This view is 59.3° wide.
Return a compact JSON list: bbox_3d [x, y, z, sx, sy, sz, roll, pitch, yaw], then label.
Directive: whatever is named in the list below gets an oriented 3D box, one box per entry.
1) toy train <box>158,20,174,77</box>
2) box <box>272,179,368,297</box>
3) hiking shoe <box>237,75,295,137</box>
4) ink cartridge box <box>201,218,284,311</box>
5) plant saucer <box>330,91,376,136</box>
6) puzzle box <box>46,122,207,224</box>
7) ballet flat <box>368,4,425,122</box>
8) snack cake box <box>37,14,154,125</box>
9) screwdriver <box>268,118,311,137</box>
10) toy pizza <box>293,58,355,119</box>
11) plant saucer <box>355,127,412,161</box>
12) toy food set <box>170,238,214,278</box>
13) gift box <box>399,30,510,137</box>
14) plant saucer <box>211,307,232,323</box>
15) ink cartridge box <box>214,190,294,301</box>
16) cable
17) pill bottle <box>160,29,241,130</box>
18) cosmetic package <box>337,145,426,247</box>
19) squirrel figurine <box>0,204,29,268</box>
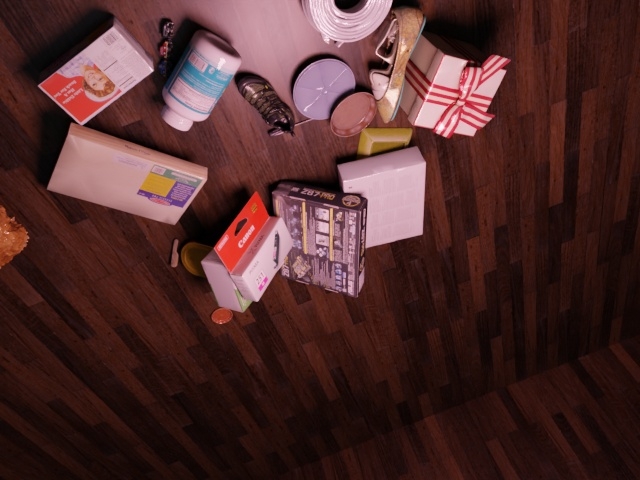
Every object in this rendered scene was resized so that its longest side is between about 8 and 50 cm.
[{"bbox_3d":[-0.426,-0.526,1.550,0.036,0.027,0.158,3,127,-16],"label":"toy train"},{"bbox_3d":[0.000,0.000,1.975,0.318,0.097,0.395,12,132,17],"label":"box"},{"bbox_3d":[-0.151,-0.403,1.684,0.086,0.114,0.226,-43,128,18],"label":"hiking shoe"},{"bbox_3d":[-0.257,0.073,1.925,0.117,0.278,0.202,9,130,28],"label":"ink cartridge box"},{"bbox_3d":[0.101,-0.408,1.798,0.168,0.029,0.168,-23,147,-16],"label":"plant saucer"},{"bbox_3d":[-0.585,-0.187,1.710,0.408,0.052,0.272,17,140,-30],"label":"puzzle box"},{"bbox_3d":[0.208,-0.532,1.700,0.123,0.123,0.349,4,121,-21],"label":"ballet flat"},{"bbox_3d":[-0.601,-0.453,1.512,0.264,0.089,0.152,-32,133,10],"label":"snack cake box"},{"bbox_3d":[-0.087,-0.369,1.804,0.169,0.025,0.024,-25,132,-9],"label":"screwdriver"},{"bbox_3d":[0.010,-0.468,1.737,0.201,0.032,0.201,-13,134,-13],"label":"toy pizza"},{"bbox_3d":[0.221,-0.295,1.944,0.188,0.045,0.189,-3,129,-16],"label":"plant saucer"},{"bbox_3d":[-0.417,0.056,1.988,0.217,0.071,0.128,16,117,16],"label":"toy food set"},{"bbox_3d":[0.404,-0.479,1.710,0.276,0.258,0.255,2,128,-18],"label":"gift box"},{"bbox_3d":[-0.395,0.300,2.256,0.083,0.013,0.084,-9,130,-10],"label":"plant saucer"},{"bbox_3d":[-0.206,0.017,1.824,0.060,0.275,0.239,6,138,30],"label":"ink cartridge box"},{"bbox_3d":[0.073,-0.680,1.545,0.257,0.089,0.257,-36,130,13],"label":"cable"},{"bbox_3d":[-0.345,-0.438,1.571,0.146,0.146,0.264,24,119,-32],"label":"pill bottle"},{"bbox_3d":[0.219,-0.138,1.999,0.284,0.098,0.377,-15,140,-5],"label":"cosmetic package"},{"bbox_3d":[-1.080,0.019,1.634,0.396,0.281,0.371,4,134,-18],"label":"squirrel figurine"}]
